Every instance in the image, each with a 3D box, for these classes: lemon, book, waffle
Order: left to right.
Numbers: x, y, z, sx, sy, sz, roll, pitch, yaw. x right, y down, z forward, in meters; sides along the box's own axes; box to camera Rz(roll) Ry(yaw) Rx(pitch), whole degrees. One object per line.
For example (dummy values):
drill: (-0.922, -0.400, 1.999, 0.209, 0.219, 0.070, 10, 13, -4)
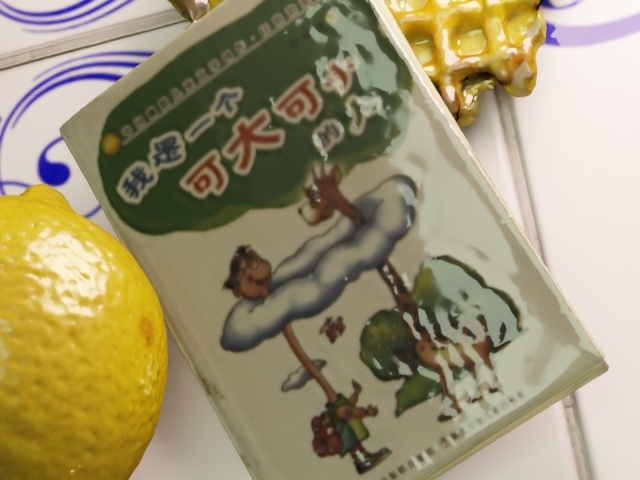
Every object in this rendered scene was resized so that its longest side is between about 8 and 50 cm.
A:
lemon: (-0.218, 0.085, 1.241, 0.228, 0.228, 0.253, 24, 79, 20)
book: (0.000, 0.000, 1.267, 0.260, 0.043, 0.371, -35, 74, 13)
waffle: (0.035, -0.212, 1.355, 0.329, 0.062, 0.329, -4, 73, 14)
